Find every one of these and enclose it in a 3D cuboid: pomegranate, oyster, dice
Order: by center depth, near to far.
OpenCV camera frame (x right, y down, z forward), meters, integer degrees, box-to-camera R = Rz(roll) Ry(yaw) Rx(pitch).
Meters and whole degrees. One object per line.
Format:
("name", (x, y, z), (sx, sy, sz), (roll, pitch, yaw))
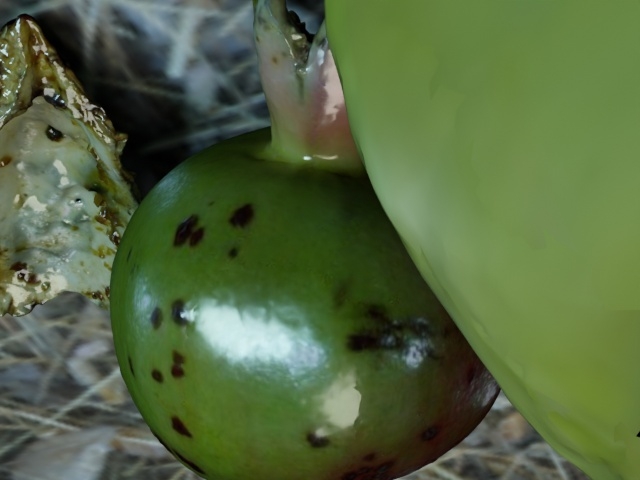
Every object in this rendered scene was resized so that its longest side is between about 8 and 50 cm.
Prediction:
("dice", (0.154, -0.073, 0.417), (0.233, 0.227, 0.238), (22, 135, -34))
("pomegranate", (0.002, 0.000, 0.606), (0.129, 0.159, 0.129), (13, 180, 0))
("oyster", (-0.086, -0.018, 0.629), (0.086, 0.029, 0.132), (10, 139, -28))
